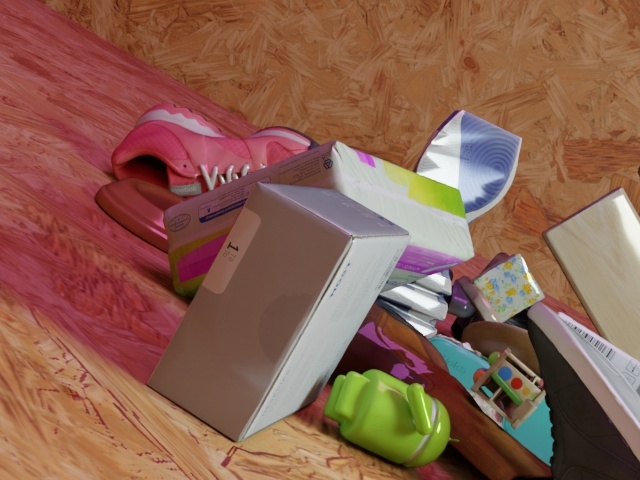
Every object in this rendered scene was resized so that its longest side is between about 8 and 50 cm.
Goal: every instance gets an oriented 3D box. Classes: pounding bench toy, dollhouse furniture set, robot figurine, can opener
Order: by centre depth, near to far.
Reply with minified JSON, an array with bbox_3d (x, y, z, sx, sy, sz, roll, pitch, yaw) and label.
[{"bbox_3d":[0.062,0.155,1.126,0.115,0.067,0.101,27,-23,-14],"label":"robot figurine"},{"bbox_3d":[0.180,0.140,1.244,0.065,0.052,0.083,42,5,9],"label":"pounding bench toy"},{"bbox_3d":[0.437,0.132,1.649,0.394,0.362,0.256,59,2,-9],"label":"dollhouse furniture set"},{"bbox_3d":[0.190,0.087,1.957,0.095,0.076,0.283,19,6,6],"label":"can opener"}]

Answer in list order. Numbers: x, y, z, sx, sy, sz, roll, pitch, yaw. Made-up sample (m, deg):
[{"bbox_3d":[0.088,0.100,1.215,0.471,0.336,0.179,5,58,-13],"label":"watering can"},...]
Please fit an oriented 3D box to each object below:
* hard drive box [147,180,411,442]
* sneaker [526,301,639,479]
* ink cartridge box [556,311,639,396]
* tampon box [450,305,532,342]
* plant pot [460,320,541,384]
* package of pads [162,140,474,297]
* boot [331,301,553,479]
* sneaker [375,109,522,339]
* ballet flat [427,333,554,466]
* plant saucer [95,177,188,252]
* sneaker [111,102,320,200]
[{"bbox_3d":[-0.024,0.051,1.065,0.089,0.181,0.232,31,7,11],"label":"hard drive box"},{"bbox_3d":[0.215,0.184,1.115,0.104,0.147,0.296,33,20,-41],"label":"sneaker"},{"bbox_3d":[0.323,0.191,1.495,0.189,0.066,0.232,32,-17,14],"label":"ink cartridge box"},{"bbox_3d":[0.274,0.133,1.896,0.120,0.101,0.161,29,7,-6],"label":"tampon box"},{"bbox_3d":[0.252,0.179,1.465,0.236,0.032,0.236,32,-22,14],"label":"plant pot"},{"bbox_3d":[0.000,0.000,1.365,0.296,0.229,0.101,16,57,-58],"label":"package of pads"},{"bbox_3d":[0.085,0.155,1.244,0.280,0.096,0.264,45,6,40],"label":"boot"},{"bbox_3d":[0.120,-0.021,1.679,0.127,0.315,0.182,27,-4,-19],"label":"sneaker"},{"bbox_3d":[0.200,0.187,1.405,0.241,0.091,0.077,38,-21,26],"label":"ballet flat"},{"bbox_3d":[-0.168,-0.021,1.527,0.200,0.037,0.200,29,7,-4],"label":"plant saucer"},{"bbox_3d":[-0.129,-0.080,1.666,0.314,0.116,0.136,14,36,24],"label":"sneaker"}]
